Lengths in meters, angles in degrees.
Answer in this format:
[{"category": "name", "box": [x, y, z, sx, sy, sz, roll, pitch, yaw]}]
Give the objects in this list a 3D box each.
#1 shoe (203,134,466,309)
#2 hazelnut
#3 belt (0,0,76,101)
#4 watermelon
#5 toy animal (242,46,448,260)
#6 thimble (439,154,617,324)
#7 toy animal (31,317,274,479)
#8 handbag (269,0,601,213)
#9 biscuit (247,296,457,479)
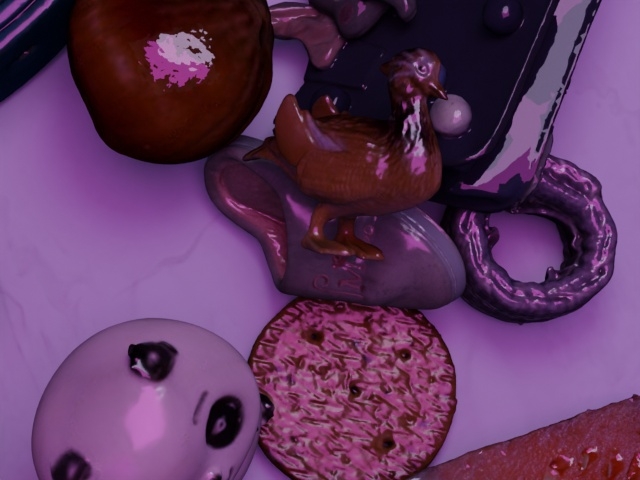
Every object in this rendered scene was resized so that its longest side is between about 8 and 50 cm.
[{"category": "shoe", "box": [0.000, 0.000, 1.652, 0.251, 0.103, 0.100, 27, 56, 12]}, {"category": "hazelnut", "box": [-0.120, -0.160, 1.631, 0.178, 0.204, 0.178, 5, 109, 15]}, {"category": "belt", "box": [-0.321, -0.291, 1.648, 0.300, 0.173, 0.436, 37, 78, 2]}, {"category": "watermelon", "box": [0.198, 0.234, 1.648, 0.256, 0.140, 0.193, -32, 80, -20]}, {"category": "toy animal", "box": [0.019, -0.080, 1.562, 0.188, 0.089, 0.179, 20, 102, 31]}, {"category": "thimble", "box": [0.178, -0.001, 1.691, 0.150, 0.098, 0.150, 1, 81, -6]}, {"category": "toy animal", "box": [-0.137, 0.152, 1.554, 0.165, 0.235, 0.187, 31, 85, 3]}, {"category": "handbag", "box": [0.097, -0.206, 1.668, 0.269, 0.118, 0.326, 14, 75, 36]}, {"category": "biscuit", "box": [0.026, 0.131, 1.686, 0.188, 0.027, 0.188, 1, 79, -7]}]
